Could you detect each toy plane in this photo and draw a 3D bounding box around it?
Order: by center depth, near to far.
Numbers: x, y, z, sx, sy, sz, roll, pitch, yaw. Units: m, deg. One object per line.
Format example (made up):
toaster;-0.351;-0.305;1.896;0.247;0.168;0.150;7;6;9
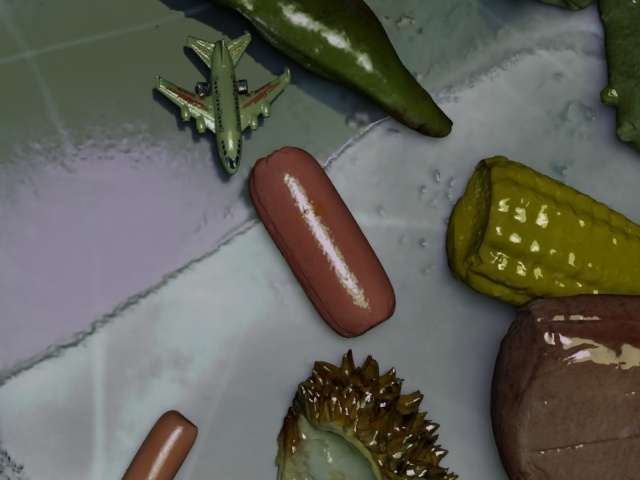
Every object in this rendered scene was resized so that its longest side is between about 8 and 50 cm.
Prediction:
toy plane;-0.072;-0.104;1.337;0.102;0.040;0.111;-5;86;-7

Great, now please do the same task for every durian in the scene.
durian;0.027;0.207;1.294;0.139;0.144;0.252;-4;90;13

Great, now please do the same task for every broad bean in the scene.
broad bean;-0.034;-0.186;1.338;0.339;0.061;0.077;32;45;-5

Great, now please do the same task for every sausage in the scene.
sausage;-0.121;0.165;1.307;0.034;0.034;0.083;32;82;-4
sausage;0.000;0.000;1.327;0.062;0.062;0.154;-31;89;-10

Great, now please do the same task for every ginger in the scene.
ginger;0.220;-0.200;1.371;0.137;0.089;0.290;-38;96;-28

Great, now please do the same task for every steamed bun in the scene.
steamed bun;0.197;0.117;1.307;0.145;0.106;0.175;1;120;-2

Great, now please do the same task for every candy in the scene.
candy;0.198;0.014;1.342;0.199;0.094;0.106;20;76;-12
